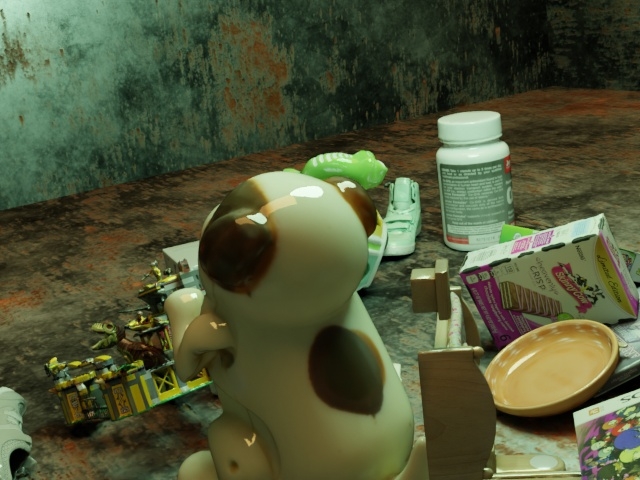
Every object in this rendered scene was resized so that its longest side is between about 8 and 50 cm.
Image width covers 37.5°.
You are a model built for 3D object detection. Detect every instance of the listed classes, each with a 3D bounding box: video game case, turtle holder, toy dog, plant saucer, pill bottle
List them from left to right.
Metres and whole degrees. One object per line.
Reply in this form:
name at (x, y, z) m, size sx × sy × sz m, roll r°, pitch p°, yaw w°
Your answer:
toy dog at (-0.041, 0.120, 1.153) m, size 0.284 × 0.408 × 0.395 m, roll -16°, pitch 18°, yaw -25°
turtle holder at (0.015, -0.033, 1.850) m, size 0.227 × 0.320 × 0.243 m, roll 17°, pitch 7°, yaw -5°
pill bottle at (0.340, -0.133, 2.073) m, size 0.161 × 0.283 × 0.161 m, roll -7°, pitch 16°, yaw 2°
plant saucer at (0.328, 0.185, 1.334) m, size 0.200 × 0.037 × 0.200 m, roll -25°, pitch 20°, yaw 10°
video game case at (0.491, 0.127, 1.419) m, size 0.274 × 0.026 × 0.196 m, roll -27°, pitch 17°, yaw 1°
video game case at (0.366, 0.210, 0.948) m, size 0.210 × 0.042 × 0.232 m, roll -25°, pitch 13°, yaw 19°

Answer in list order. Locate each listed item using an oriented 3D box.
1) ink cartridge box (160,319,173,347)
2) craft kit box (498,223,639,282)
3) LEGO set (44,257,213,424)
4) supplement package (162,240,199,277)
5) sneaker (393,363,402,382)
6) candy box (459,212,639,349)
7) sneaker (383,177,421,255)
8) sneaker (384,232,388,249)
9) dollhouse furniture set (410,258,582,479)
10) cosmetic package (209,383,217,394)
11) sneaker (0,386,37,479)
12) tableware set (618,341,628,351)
ink cartridge box at (-0.203, 0.139, 1.765) m, size 0.175 × 0.072 × 0.127 m, roll -6°, pitch 16°, yaw 7°
craft kit box at (0.494, 0.031, 1.693) m, size 0.246 × 0.061 × 0.250 m, roll 14°, pitch 1°, yaw -35°
LEGO set at (-0.277, 0.143, 1.393) m, size 0.255 × 0.192 × 0.331 m, roll -18°, pitch -1°, yaw -25°
supplement package at (-0.251, 0.073, 1.958) m, size 0.105 × 0.105 × 0.179 m, roll -13°, pitch 16°, yaw -21°
sneaker at (0.077, 0.218, 1.386) m, size 0.084 × 0.058 × 0.152 m, roll -1°, pitch 12°, yaw 4°
candy box at (0.358, 0.069, 1.479) m, size 0.233 × 0.159 × 0.071 m, roll -19°, pitch 21°, yaw 30°
sneaker at (0.171, -0.059, 2.139) m, size 0.094 × 0.151 × 0.256 m, roll -1°, pitch 18°, yaw 15°
sneaker at (-0.001, 0.001, 2.024) m, size 0.270 × 0.090 × 0.145 m, roll -5°, pitch -15°, yaw 26°
dollhouse furniture set at (0.206, 0.153, 1.023) m, size 0.174 × 0.355 × 0.303 m, roll -4°, pitch 16°, yaw 9°
cosmetic package at (-0.067, 0.180, 1.545) m, size 0.117 × 0.085 × 0.231 m, roll 5°, pitch 22°, yaw 37°
sneaker at (-0.459, 0.301, 1.342) m, size 0.115 × 0.105 × 0.281 m, roll 21°, pitch 12°, yaw -8°
tableware set at (0.364, 0.181, 1.383) m, size 0.168 × 0.020 × 0.141 m, roll -33°, pitch 17°, yaw -14°
